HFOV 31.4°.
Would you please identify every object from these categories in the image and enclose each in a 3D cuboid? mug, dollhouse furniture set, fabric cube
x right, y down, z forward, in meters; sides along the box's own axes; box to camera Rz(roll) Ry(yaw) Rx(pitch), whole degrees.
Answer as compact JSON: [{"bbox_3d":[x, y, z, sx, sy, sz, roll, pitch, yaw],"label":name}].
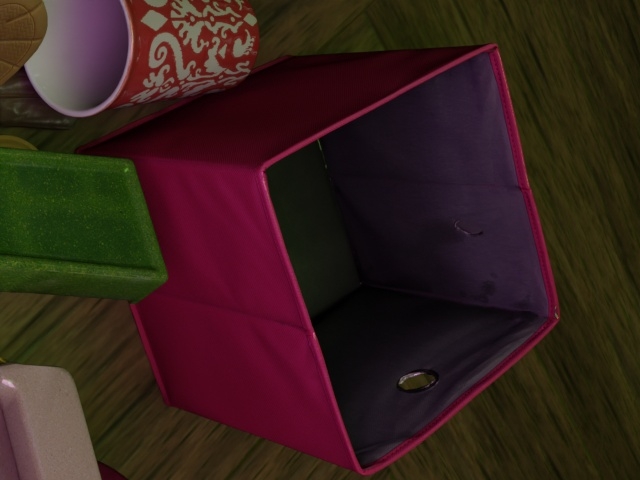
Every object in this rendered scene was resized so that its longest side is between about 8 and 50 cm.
[{"bbox_3d":[-0.123,-0.171,0.880,0.169,0.113,0.150,-15,143,-55],"label":"mug"},{"bbox_3d":[-0.200,0.114,0.752,0.151,0.197,0.302,6,59,-52],"label":"dollhouse furniture set"},{"bbox_3d":[0.000,0.000,0.941,0.254,0.258,0.259,-32,115,-35],"label":"fabric cube"}]

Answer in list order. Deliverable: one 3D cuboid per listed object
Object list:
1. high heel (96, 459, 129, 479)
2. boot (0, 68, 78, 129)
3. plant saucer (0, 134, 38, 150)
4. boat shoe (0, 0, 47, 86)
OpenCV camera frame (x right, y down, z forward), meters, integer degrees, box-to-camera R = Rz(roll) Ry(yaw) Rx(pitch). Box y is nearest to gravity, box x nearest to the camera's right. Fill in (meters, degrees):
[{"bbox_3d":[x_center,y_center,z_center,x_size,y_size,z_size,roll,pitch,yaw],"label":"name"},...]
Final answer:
[{"bbox_3d":[-0.260,0.306,0.750,0.127,0.181,0.377,49,51,-45],"label":"high heel"},{"bbox_3d":[-0.232,-0.133,0.869,0.114,0.037,0.106,-10,113,-37],"label":"boot"},{"bbox_3d":[-0.245,-0.040,0.885,0.083,0.013,0.084,-7,100,-40],"label":"plant saucer"},{"bbox_3d":[-0.315,-0.095,0.772,0.277,0.096,0.098,-42,154,-11],"label":"boat shoe"}]
